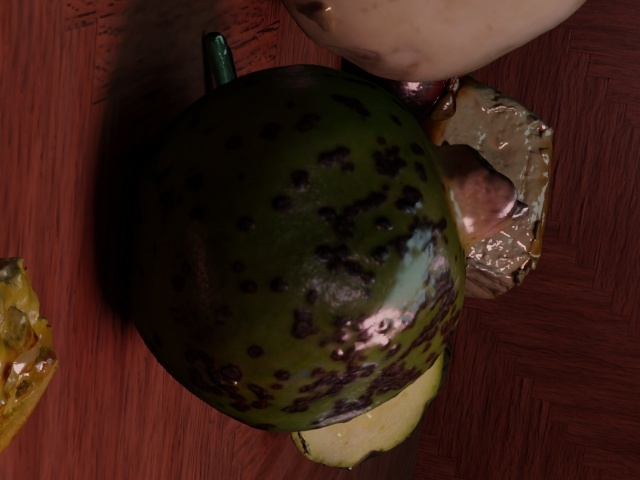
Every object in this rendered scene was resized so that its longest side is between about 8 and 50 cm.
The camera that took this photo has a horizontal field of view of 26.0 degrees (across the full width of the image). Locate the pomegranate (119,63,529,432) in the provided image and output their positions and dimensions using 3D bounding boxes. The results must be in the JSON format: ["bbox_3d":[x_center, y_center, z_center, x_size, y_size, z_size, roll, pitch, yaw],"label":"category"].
[{"bbox_3d":[0.000,0.000,0.919,0.254,0.271,0.254,-19,90,-89],"label":"pomegranate"}]

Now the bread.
[{"bbox_3d":[0.190,-0.077,1.911,0.250,0.225,0.279,151,-46,-79],"label":"bread"}]

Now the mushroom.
[{"bbox_3d":[0.089,-0.314,1.177,0.336,0.314,0.314,-108,-166,-47],"label":"mushroom"}]

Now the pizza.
[{"bbox_3d":[-0.165,0.064,0.676,0.160,0.036,0.099,-45,144,-73],"label":"pizza"}]

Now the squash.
[{"bbox_3d":[0.030,0.134,1.538,0.220,0.133,0.220,-26,137,-28],"label":"squash"}]

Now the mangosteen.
[{"bbox_3d":[0.103,-0.200,1.572,0.152,0.152,0.152,10,90,-80],"label":"mangosteen"}]

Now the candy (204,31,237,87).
[{"bbox_3d":[-0.058,-0.032,1.114,0.097,0.097,0.323,-69,157,-46],"label":"candy"}]
